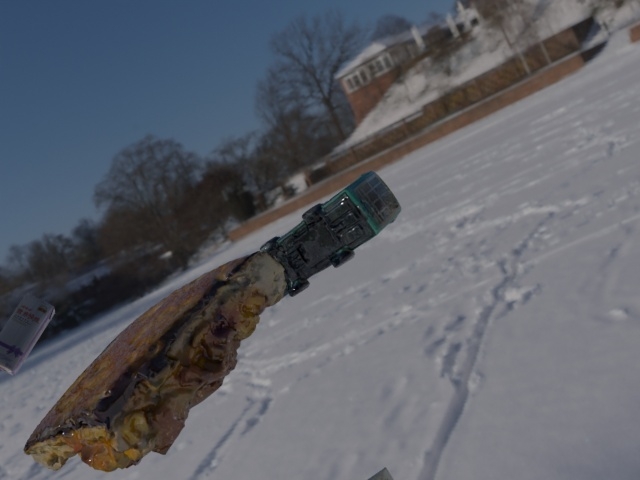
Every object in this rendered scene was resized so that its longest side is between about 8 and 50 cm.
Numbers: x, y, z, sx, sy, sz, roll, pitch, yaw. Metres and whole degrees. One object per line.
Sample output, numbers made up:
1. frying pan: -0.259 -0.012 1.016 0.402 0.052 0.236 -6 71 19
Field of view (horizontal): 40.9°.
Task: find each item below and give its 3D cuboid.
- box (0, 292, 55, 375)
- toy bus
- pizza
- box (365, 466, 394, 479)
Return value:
1. box: -0.450 0.141 1.290 0.117 0.050 0.036 -62 4 -26
2. toy bus: 0.000 0.000 1.203 0.109 0.091 0.262 -38 3 -41
3. pizza: -0.204 0.161 1.046 0.409 0.114 0.278 -43 19 3
4. box: 0.099 0.368 1.052 0.024 0.167 0.090 -42 -16 30
